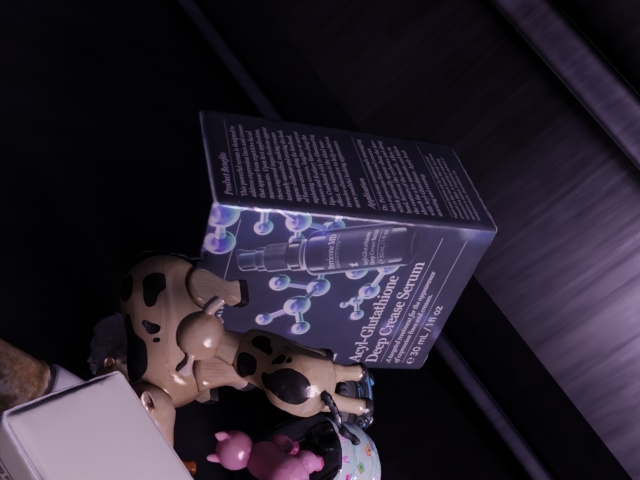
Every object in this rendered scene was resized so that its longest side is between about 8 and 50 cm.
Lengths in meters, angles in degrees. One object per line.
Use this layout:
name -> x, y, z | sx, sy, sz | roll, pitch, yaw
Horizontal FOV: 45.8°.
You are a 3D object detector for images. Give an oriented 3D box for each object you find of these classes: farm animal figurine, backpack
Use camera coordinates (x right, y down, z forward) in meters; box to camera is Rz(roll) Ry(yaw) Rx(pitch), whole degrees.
farm animal figurine -> -0.138, 0.139, 0.781 | 0.172, 0.330, 0.327 | 19, 37, -44
backpack -> -0.017, 0.293, 0.945 | 0.115, 0.182, 0.152 | 25, 30, -45

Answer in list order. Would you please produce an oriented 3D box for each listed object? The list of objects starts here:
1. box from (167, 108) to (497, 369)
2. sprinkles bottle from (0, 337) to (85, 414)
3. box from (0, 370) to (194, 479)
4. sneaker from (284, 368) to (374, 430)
box -> -0.003, 0.011, 1.098 | 0.395, 0.294, 0.212 | 5, 40, -19
sprinkles bottle -> -0.379, 0.098, 0.669 | 0.355, 0.121, 0.121 | 38, 24, -24
box -> -0.222, 0.234, 0.583 | 0.149, 0.232, 0.126 | 53, 23, 11
sneaker -> 0.033, 0.265, 1.173 | 0.140, 0.125, 0.341 | 50, 23, -17
